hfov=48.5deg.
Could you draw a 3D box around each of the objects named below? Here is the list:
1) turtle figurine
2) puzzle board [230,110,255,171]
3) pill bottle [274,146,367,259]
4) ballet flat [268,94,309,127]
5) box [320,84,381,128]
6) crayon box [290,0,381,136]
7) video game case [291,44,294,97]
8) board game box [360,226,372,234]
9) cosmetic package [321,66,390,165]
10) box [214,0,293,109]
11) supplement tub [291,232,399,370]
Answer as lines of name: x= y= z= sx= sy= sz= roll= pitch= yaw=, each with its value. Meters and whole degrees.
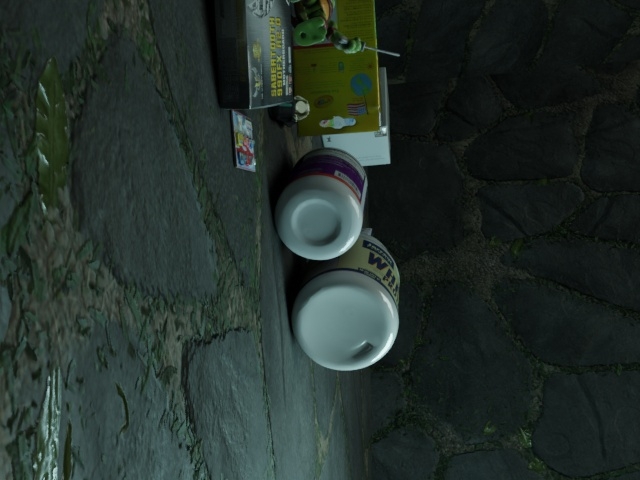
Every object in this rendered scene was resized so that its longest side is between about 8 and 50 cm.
turtle figurine: x=0.039 y=-0.497 z=1.477 sx=0.266 sy=0.274 sz=0.198 roll=-51 pitch=159 yaw=-62
puzzle board: x=-0.131 y=-0.170 z=1.224 sx=0.128 sy=0.011 sz=0.096 roll=-15 pitch=101 yaw=-82
pill bottle: x=0.010 y=-0.096 z=1.562 sx=0.323 sy=0.181 sz=0.181 roll=-74 pitch=159 yaw=-67
ballet flat: x=-0.061 y=-0.285 z=1.553 sx=0.203 sy=0.074 sz=0.074 roll=-40 pitch=125 yaw=-80
box: x=0.074 y=-0.385 z=2.053 sx=0.103 sy=0.203 sz=0.114 roll=-64 pitch=151 yaw=-72
crayon box: x=0.036 y=-0.404 z=1.668 sx=0.081 sy=0.202 sz=0.319 roll=-15 pitch=102 yaw=-81
video game case: x=-0.077 y=-0.431 z=1.669 sx=0.183 sy=0.023 sz=0.201 roll=8 pitch=80 yaw=-82
board game box: x=0.089 y=0.126 z=2.153 sx=0.318 sy=0.066 sz=0.318 roll=-35 pitch=135 yaw=-81
cosmetic package: x=0.125 y=-0.417 z=2.390 sx=0.385 sy=0.217 sz=0.156 roll=-83 pitch=166 yaw=-46
box: x=-0.104 y=-0.333 z=1.146 sx=0.183 sy=0.056 sz=0.231 roll=-36 pitch=127 yaw=-67
supplement tub: x=0.066 y=0.127 z=1.659 sx=0.325 sy=0.235 sz=0.235 roll=-73 pitch=157 yaw=-68
